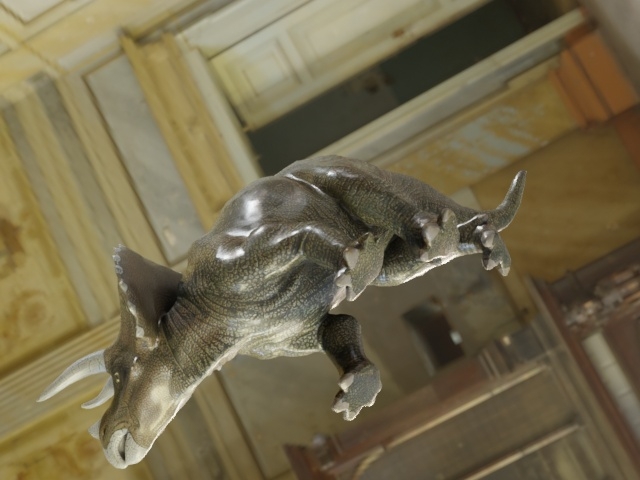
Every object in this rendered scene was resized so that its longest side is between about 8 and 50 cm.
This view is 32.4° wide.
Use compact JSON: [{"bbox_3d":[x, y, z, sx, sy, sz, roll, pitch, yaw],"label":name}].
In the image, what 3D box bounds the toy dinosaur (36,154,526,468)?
[{"bbox_3d":[0.000,0.000,0.609,0.160,0.313,0.121,23,140,38],"label":"toy dinosaur"}]
